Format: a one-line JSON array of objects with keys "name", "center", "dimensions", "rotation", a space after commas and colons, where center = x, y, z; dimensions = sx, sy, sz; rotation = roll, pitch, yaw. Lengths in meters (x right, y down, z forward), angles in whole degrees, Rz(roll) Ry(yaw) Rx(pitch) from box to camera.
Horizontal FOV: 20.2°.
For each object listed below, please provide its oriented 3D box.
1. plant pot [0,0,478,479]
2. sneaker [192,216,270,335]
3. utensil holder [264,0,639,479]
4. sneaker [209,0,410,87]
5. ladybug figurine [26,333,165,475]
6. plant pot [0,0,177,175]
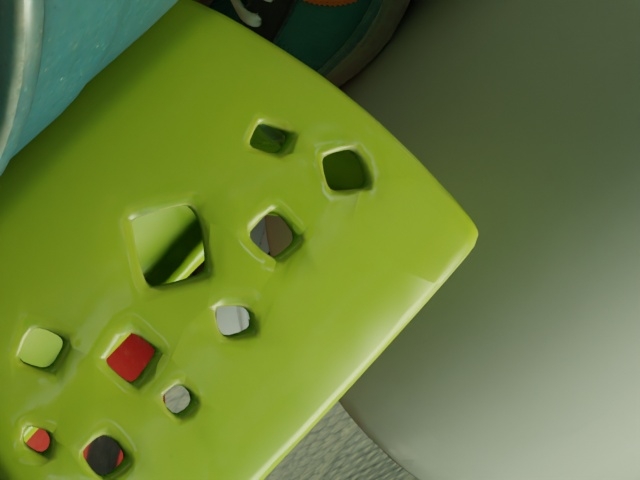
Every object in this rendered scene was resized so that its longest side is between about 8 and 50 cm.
[{"name": "plant pot", "center": [-0.112, -0.009, 0.780], "dimensions": [0.228, 0.207, 0.227], "rotation": [-47, -155, -16]}, {"name": "sneaker", "center": [0.000, 0.000, 1.174], "dimensions": [0.153, 0.099, 0.282], "rotation": [-4, 157, -9]}, {"name": "utensil holder", "center": [0.201, -0.057, 0.953], "dimensions": [0.327, 0.327, 0.385], "rotation": [-16, 163, -49]}, {"name": "sneaker", "center": [0.005, -0.183, 0.900], "dimensions": [0.121, 0.108, 0.302], "rotation": [7, 137, -40]}, {"name": "ladybug figurine", "center": [-0.217, 0.134, 1.049], "dimensions": [0.305, 0.162, 0.449], "rotation": [-42, 160, 3]}, {"name": "plant pot", "center": [-0.104, -0.175, 0.506], "dimensions": [0.255, 0.271, 0.272], "rotation": [-43, 166, -40]}]
